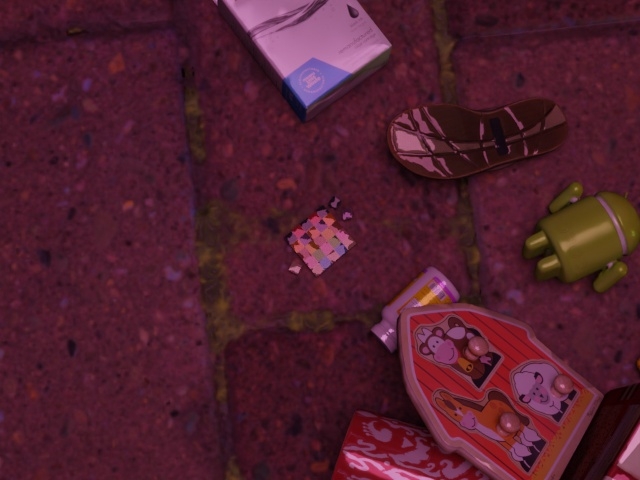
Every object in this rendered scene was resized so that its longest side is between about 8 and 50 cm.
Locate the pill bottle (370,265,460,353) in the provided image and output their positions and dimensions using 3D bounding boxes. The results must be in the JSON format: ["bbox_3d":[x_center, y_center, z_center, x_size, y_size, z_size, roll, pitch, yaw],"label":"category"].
[{"bbox_3d":[0.086,0.065,1.355,0.083,0.043,0.043,-42,84,-7],"label":"pill bottle"}]

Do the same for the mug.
[{"bbox_3d":[0.091,0.235,1.297,0.169,0.113,0.150,19,79,5],"label":"mug"}]

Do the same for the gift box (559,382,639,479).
[{"bbox_3d":[0.314,0.285,1.216,0.258,0.276,0.255,32,87,2],"label":"gift box"}]

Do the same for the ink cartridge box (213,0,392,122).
[{"bbox_3d":[-0.028,-0.216,1.389,0.104,0.060,0.180,-37,84,-6],"label":"ink cartridge box"}]

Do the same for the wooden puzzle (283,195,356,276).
[{"bbox_3d":[0.000,0.000,1.383,0.083,0.006,0.049,-39,84,-7],"label":"wooden puzzle"}]

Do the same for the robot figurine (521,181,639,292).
[{"bbox_3d":[0.245,-0.003,1.358,0.115,0.067,0.101,-25,71,-5],"label":"robot figurine"}]

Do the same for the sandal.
[{"bbox_3d":[0.146,-0.096,1.385,0.180,0.049,0.072,-10,87,-18],"label":"sandal"}]

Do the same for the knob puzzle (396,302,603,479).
[{"bbox_3d":[0.150,0.120,1.289,0.213,0.030,0.213,18,44,-18],"label":"knob puzzle"}]

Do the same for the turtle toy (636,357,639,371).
[{"bbox_3d":[0.360,0.116,1.342,0.095,0.066,0.130,-44,84,-7],"label":"turtle toy"}]
